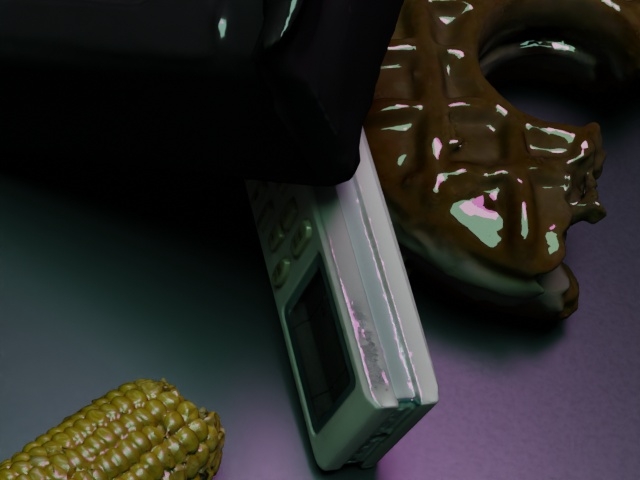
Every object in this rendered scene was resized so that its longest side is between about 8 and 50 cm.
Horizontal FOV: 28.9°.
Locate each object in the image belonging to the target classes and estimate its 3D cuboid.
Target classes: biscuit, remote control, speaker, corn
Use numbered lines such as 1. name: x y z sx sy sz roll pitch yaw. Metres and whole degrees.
1. biscuit: 0.135 -0.121 0.924 0.268 0.115 0.366 30 56 15
2. remote control: 0.000 0.000 0.803 0.055 0.103 0.277 -2 60 -23
3. speaker: -0.117 -0.151 0.755 0.388 0.184 0.180 7 76 32
4. corn: -0.170 0.173 0.679 0.106 0.106 0.293 41 59 20
